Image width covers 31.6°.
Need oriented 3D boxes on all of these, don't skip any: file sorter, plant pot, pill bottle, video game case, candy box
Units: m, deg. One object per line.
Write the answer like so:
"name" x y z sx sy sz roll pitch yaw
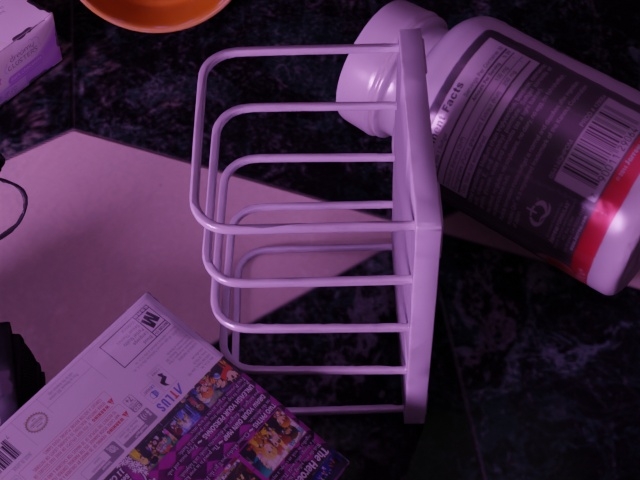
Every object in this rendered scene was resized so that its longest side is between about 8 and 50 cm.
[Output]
"file sorter" 0.000 0.000 0.914 0.173 0.278 0.193 -2 53 1
"plant pot" -0.184 -0.361 1.236 0.205 0.205 0.188 -6 39 -7
"pill bottle" 0.178 -0.100 1.053 0.318 0.176 0.176 32 58 20
"video game case" -0.125 0.177 0.816 0.210 0.042 0.232 38 52 7
"candy box" -0.399 -0.210 1.178 0.196 0.070 0.165 32 58 21

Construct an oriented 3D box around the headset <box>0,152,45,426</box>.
"headset" -0.320 0.099 0.857 0.243 0.185 0.394 18 68 -6
